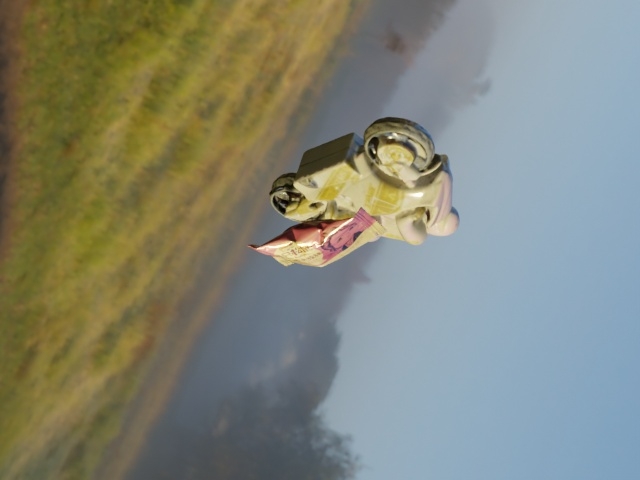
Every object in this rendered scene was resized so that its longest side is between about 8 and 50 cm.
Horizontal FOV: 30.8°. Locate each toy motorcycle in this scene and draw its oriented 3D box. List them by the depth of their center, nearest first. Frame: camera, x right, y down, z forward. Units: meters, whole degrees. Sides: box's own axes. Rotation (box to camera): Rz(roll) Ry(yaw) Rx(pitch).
[{"bbox_3d":[0.058,-0.043,1.108,0.225,0.152,0.073,-27,-142,51],"label":"toy motorcycle"}]

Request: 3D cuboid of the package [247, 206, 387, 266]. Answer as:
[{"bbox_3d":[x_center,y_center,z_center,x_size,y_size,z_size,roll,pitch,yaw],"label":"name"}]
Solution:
[{"bbox_3d":[0.000,0.000,0.786,0.059,0.083,0.029,32,42,-63],"label":"package"}]
